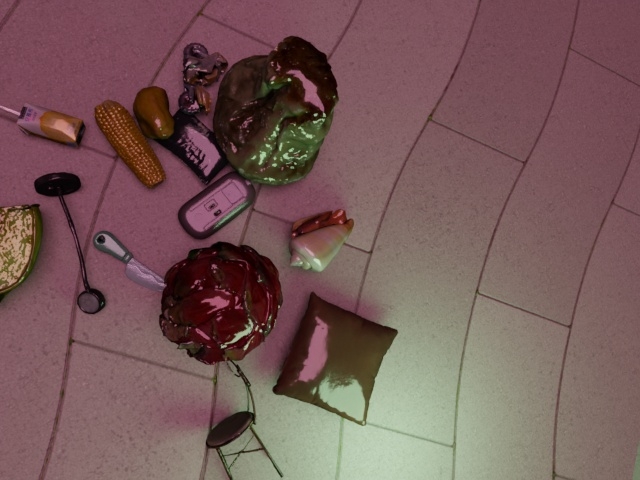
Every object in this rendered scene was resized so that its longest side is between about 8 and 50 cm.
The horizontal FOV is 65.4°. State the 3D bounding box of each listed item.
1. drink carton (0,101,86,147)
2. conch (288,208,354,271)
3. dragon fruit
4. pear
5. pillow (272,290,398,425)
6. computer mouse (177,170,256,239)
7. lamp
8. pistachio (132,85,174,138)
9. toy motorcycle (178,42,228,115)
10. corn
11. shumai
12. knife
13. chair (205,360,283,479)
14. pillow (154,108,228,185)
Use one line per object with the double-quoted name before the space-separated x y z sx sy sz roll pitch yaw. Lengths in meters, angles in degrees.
"drink carton" -0.732 -0.309 1.306 0.199 0.074 0.084 17 80 -13
"conch" -0.004 0.008 1.487 0.255 0.127 0.158 -27 62 -38
"dragon fruit" -0.251 0.155 1.293 0.328 0.329 0.330 1 85 -16
"pear" -0.798 0.040 1.218 0.238 0.164 0.256 -10 93 -27
"pillow" 0.051 0.347 1.462 0.305 0.108 0.308 24 78 -14
"computer mouse" -0.295 -0.101 1.427 0.232 0.057 0.120 -40 97 -13
"lamp" -0.627 0.002 1.317 0.130 0.108 0.372 -20 100 12
"pistachio" -0.458 -0.346 1.353 0.100 0.110 0.190 -25 57 12
"toy motorcycle" -0.333 -0.462 1.425 0.129 0.094 0.229 5 73 -15
"corn" -0.517 -0.261 1.358 0.260 0.091 0.091 58 33 -5
"shumai" -0.099 -0.371 1.359 0.323 0.323 0.398 6 78 -25
"knife" -0.511 0.072 1.363 0.260 0.034 0.063 43 79 -12
"chair" -0.232 0.503 1.346 0.170 0.159 0.326 -27 97 -18
"pillow" -0.356 -0.272 1.423 0.208 0.055 0.141 43 77 -6
